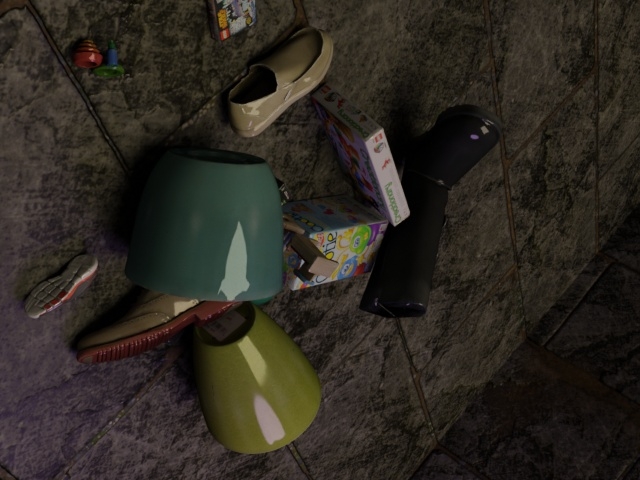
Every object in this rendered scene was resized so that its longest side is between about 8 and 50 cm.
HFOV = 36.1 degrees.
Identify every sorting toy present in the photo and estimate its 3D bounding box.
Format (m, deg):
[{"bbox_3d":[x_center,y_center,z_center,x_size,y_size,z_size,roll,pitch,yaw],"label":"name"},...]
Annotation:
[{"bbox_3d":[-0.354,-0.298,1.582,0.102,0.061,0.042,15,70,-64],"label":"sorting toy"}]

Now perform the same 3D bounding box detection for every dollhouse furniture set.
[{"bbox_3d":[-0.088,0.032,1.978,0.129,0.184,0.129,18,111,-51],"label":"dollhouse furniture set"}]

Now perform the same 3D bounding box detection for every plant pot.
[{"bbox_3d":[-0.200,-0.043,1.794,0.293,0.293,0.235,-7,108,-51],"label":"plant pot"},{"bbox_3d":[-0.163,0.263,2.107,0.275,0.275,0.293,-43,140,-22],"label":"plant pot"}]

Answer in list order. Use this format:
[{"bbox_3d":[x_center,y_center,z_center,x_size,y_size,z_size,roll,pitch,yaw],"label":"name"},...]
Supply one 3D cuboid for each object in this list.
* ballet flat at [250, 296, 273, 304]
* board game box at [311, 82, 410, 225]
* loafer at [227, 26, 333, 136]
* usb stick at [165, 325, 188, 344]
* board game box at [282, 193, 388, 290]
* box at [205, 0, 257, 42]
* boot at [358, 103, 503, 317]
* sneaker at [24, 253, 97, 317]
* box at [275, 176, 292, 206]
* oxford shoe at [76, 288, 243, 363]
[{"bbox_3d":[-0.146,0.090,2.141,0.080,0.073,0.232,-26,169,-1],"label":"ballet flat"},{"bbox_3d":[0.091,-0.182,2.126,0.053,0.193,0.305,-38,144,-10],"label":"board game box"},{"bbox_3d":[-0.078,-0.314,1.880,0.268,0.102,0.092,-50,153,-11],"label":"loafer"},{"bbox_3d":[-0.251,0.095,2.044,0.278,0.045,0.077,-53,140,-8],"label":"usb stick"},{"bbox_3d":[0.000,0.000,2.207,0.275,0.144,0.142,-10,125,-49],"label":"board game box"},{"bbox_3d":[-0.160,-0.432,1.741,0.094,0.027,0.137,-37,142,-28],"label":"box"},{"bbox_3d":[0.248,-0.052,2.230,0.367,0.146,0.445,140,-28,-68],"label":"boot"},{"bbox_3d":[-0.456,0.094,1.759,0.158,0.061,0.065,-40,150,-24],"label":"sneaker"},{"bbox_3d":[-0.113,-0.091,2.054,0.083,0.062,0.052,-48,146,-13],"label":"box"},{"bbox_3d":[-0.330,0.138,1.938,0.348,0.130,0.123,-22,169,-24],"label":"oxford shoe"}]
